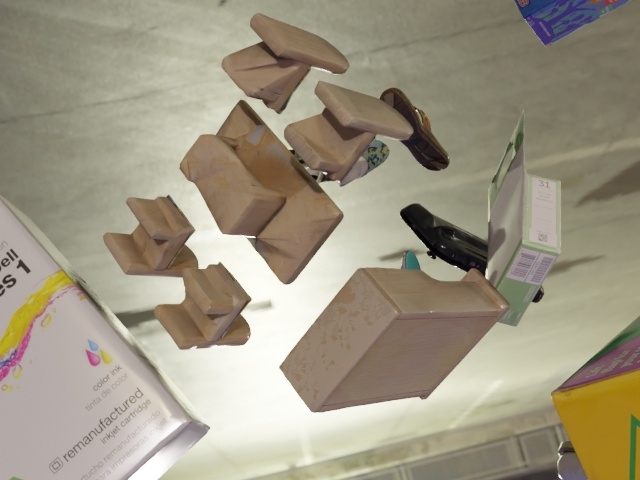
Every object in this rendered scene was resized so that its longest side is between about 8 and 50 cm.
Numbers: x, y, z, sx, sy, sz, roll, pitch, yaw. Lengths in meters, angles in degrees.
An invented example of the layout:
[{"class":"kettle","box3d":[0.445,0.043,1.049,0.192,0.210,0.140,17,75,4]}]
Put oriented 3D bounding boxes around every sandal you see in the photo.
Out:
[{"class":"sandal","box3d":[0.161,-0.192,1.633,0.072,0.049,0.180,-13,129,46]}]

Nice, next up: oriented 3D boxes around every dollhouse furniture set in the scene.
[{"class":"dollhouse furniture set","box3d":[0.000,0.000,1.185,0.256,0.394,0.362,6,128,-53]}]

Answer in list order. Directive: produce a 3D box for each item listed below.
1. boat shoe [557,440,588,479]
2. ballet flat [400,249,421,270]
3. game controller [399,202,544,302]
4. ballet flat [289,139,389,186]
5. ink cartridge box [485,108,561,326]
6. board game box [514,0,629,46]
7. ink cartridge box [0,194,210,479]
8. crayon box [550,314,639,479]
[{"class":"boat shoe","box3d":[0.403,0.363,1.202,0.302,0.103,0.113,38,156,-15]},{"class":"ballet flat","box3d":[0.154,0.067,1.619,0.041,0.114,0.041,-23,-156,11]},{"class":"game controller","box3d":[0.280,0.024,1.764,0.319,0.166,0.067,24,101,-38]},{"class":"ballet flat","box3d":[0.008,-0.101,1.379,0.188,0.070,0.070,-8,163,3]},{"class":"ink cartridge box","box3d":[0.264,-0.030,1.271,0.056,0.235,0.171,13,142,-1]},{"class":"board game box","box3d":[0.393,-0.366,1.380,0.210,0.047,0.160,-28,165,20]},{"class":"ink cartridge box","box3d":[-0.265,0.125,0.835,0.201,0.278,0.117,-42,167,-8]},{"class":"crayon box","box3d":[0.342,0.170,0.681,0.106,0.313,0.363,-24,179,41]}]
